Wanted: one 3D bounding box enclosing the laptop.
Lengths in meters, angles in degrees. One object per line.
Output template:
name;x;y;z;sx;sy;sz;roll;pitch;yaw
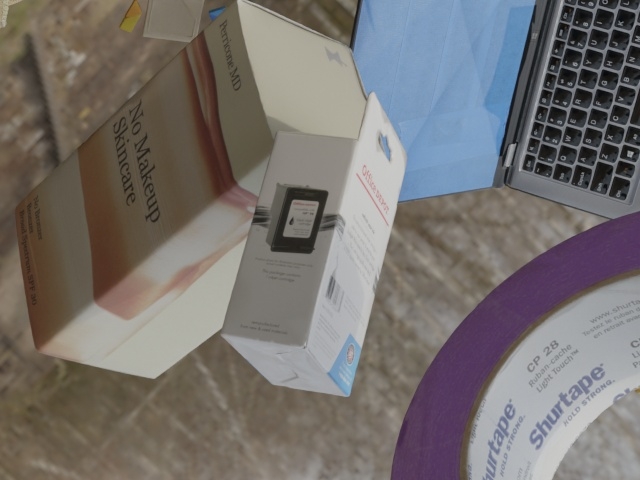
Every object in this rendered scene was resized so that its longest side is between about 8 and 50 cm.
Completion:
laptop;0.257;-0.174;1.475;0.236;0.408;0.382;-47;151;-57

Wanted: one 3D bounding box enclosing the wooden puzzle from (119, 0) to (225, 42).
wooden puzzle;-0.182;-0.276;1.733;0.014;0.116;0.078;-99;-153;-45

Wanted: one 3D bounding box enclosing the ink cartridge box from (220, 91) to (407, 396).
ink cartridge box;0.000;0.000;0.931;0.104;0.060;0.180;54;47;-61

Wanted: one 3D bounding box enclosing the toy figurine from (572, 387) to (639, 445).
toy figurine;0.337;0.173;1.991;0.213;0.209;0.148;-43;144;4

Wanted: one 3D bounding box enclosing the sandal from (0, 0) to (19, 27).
sandal;-0.351;-0.256;1.470;0.079;0.088;0.240;-8;-154;32

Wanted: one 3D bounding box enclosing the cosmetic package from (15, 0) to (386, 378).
cosmetic package;-0.100;-0.031;1.111;0.296;0.129;0.153;-38;-129;31

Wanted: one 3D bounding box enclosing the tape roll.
tape roll;0.174;0.113;0.706;0.275;0.090;0.275;-24;-141;21
